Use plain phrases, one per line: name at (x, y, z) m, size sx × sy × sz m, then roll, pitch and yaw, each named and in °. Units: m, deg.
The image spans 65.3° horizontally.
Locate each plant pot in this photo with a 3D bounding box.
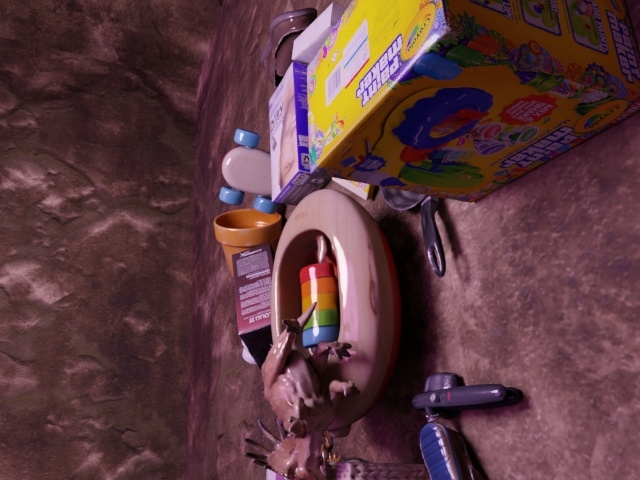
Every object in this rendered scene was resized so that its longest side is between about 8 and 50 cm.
plant pot at (-0.216, 0.019, 1.545) m, size 0.205 × 0.205 × 0.187 m, roll -138°, pitch 42°, yaw -61°

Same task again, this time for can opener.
can opener at (0.198, 0.223, 0.714) m, size 0.186 × 0.059 × 0.073 m, roll 146°, pitch 127°, yaw -60°

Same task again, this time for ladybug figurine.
ladybug figurine at (0.036, 0.127, 0.937) m, size 0.305 × 0.162 × 0.449 m, roll -19°, pitch 67°, yaw 49°

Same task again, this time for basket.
basket at (0.089, 0.404, 0.784) m, size 0.113 × 0.167 × 0.103 m, roll 139°, pitch 137°, yaw -56°

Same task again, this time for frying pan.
frying pan at (0.184, -0.112, 0.843) m, size 0.197 × 0.053 × 0.326 m, roll -68°, pitch 30°, yaw 30°

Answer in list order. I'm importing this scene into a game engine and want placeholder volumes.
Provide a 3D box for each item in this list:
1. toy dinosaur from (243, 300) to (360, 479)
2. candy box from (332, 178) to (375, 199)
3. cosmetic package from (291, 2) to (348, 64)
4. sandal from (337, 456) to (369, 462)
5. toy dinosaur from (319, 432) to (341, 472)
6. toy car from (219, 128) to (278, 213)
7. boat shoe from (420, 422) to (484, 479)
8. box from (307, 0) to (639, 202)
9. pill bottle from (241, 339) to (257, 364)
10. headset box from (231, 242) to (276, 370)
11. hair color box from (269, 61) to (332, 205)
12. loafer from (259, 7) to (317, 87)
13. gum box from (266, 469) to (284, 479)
toy dinosaur at (-0.046, 0.244, 0.787) m, size 0.200 × 0.127 × 0.295 m, roll -50°, pitch 40°, yaw 42°
candy box at (0.082, -0.194, 1.022) m, size 0.105 × 0.027 × 0.205 m, roll 34°, pitch 131°, yaw 30°
cosmetic package at (0.018, -0.506, 1.253) m, size 0.239 × 0.099 × 0.060 m, roll 180°, pitch 96°, yaw -65°
sandal at (0.072, 0.531, 0.857) m, size 0.086 × 0.120 × 0.302 m, roll 102°, pitch 159°, yaw -47°
toy dinosaur at (0.008, 0.494, 1.085) m, size 0.112 × 0.064 × 0.211 m, roll 98°, pitch 173°, yaw -51°
toy car at (-0.203, -0.227, 1.570) m, size 0.238 × 0.210 × 0.219 m, roll -120°, pitch 45°, yaw -71°
boat shoe at (0.194, 0.341, 0.682) m, size 0.066 × 0.066 × 0.183 m, roll 125°, pitch 149°, yaw -43°
box at (0.168, -0.198, 0.623) m, size 0.290 × 0.279 × 0.177 m, roll 143°, pitch 129°, yaw -59°
pill bottle at (-0.174, 0.268, 1.470) m, size 0.103 × 0.103 × 0.184 m, roll -126°, pitch 48°, yaw -57°
headset box at (-0.124, 0.187, 1.234) m, size 0.293 × 0.110 × 0.218 m, roll -106°, pitch -3°, yaw -48°
hair color box at (-0.060, -0.285, 1.359) m, size 0.185 × 0.110 × 0.338 m, roll -40°, pitch 50°, yaw 55°
loafer at (-0.081, -0.560, 1.484) m, size 0.366 × 0.134 × 0.130 m, roll 163°, pitch 88°, yaw -74°
gum box at (-0.064, 0.596, 1.138) m, size 0.062 × 0.107 × 0.188 m, roll 151°, pitch 122°, yaw -61°
